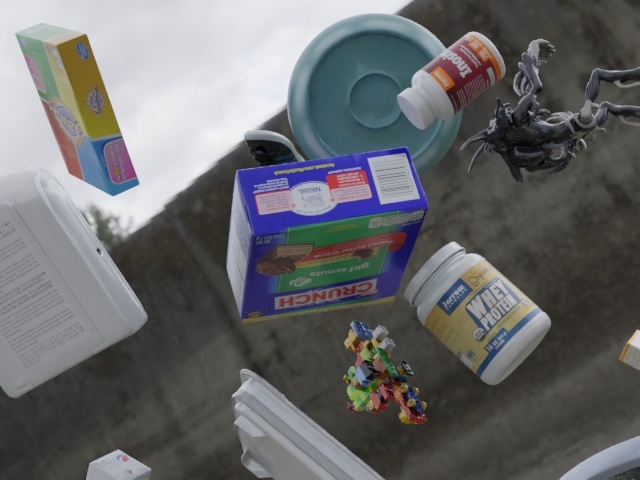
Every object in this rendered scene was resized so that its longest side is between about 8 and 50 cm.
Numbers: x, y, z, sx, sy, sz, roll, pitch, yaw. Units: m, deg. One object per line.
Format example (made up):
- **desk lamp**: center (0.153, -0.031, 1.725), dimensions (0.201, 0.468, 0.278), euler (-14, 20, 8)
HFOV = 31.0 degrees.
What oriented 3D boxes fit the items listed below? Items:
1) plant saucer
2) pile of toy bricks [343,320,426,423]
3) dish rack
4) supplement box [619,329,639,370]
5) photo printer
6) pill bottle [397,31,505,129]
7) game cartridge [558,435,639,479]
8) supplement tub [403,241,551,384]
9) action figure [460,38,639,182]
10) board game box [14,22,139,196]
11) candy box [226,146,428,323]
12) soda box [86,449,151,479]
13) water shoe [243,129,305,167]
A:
- **plant saucer**: center (0.098, -0.249, 2.056), dimensions (0.318, 0.317, 0.044), euler (-33, 2, 2)
- **pile of toy bricks**: center (0.079, 0.233, 1.873), dimensions (0.118, 0.212, 0.105), euler (21, -63, -36)
- **dish rack**: center (-0.014, 0.359, 1.757), dimensions (0.072, 0.333, 0.285), euler (-46, -20, -23)
- **supplement box**: center (0.528, 0.187, 1.811), dimensions (0.062, 0.098, 0.036), euler (-29, -38, -56)
- **photo printer**: center (-0.447, 0.055, 1.741), dimensions (0.256, 0.307, 0.107), euler (-30, 12, 13)
- **pill bottle**: center (0.192, -0.234, 1.710), dimensions (0.152, 0.086, 0.086), euler (-38, -7, -9)
- **game cartridge**: center (0.520, 0.424, 1.914), dimensions (0.294, 0.196, 0.060), euler (-39, 18, 32)
- **supplement tub**: center (0.243, 0.112, 1.805), dimensions (0.144, 0.200, 0.144), euler (-42, -17, -16)
- **action figure**: center (0.318, -0.170, 1.521), dimensions (0.276, 0.140, 0.164), euler (-14, -47, 11)
- **board game box**: center (-0.479, -0.261, 2.273), dimensions (0.064, 0.316, 0.242), euler (-28, 27, -24)
- **candy box**: center (0.000, 0.000, 1.793), dimensions (0.268, 0.122, 0.317), euler (-9, -26, -11)
- **soda box**: center (-0.330, 0.442, 1.794), dimensions (0.069, 0.074, 0.216), euler (-18, -53, -58)
- **water shoe**: center (-0.080, -0.140, 2.154), dimensions (0.073, 0.080, 0.203), euler (2, -18, 29)
